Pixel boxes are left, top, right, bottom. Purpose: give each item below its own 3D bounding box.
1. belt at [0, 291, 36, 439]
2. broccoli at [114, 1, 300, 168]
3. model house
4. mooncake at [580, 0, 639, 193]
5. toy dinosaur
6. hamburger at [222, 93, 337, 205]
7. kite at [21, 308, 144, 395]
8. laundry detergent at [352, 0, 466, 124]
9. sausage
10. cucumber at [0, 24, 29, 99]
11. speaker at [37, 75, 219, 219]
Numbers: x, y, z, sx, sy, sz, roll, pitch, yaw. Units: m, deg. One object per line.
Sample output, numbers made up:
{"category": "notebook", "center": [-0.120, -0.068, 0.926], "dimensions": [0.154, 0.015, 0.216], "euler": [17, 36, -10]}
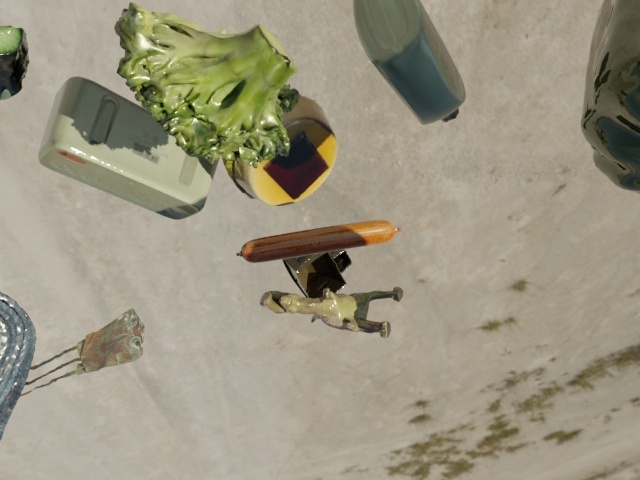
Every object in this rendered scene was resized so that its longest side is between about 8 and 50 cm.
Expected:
{"category": "belt", "center": [-0.355, 0.150, 0.448], "dimensions": [0.128, 0.218, 0.122], "euler": [-17, 143, 43]}
{"category": "broccoli", "center": [-0.141, -0.252, 0.724], "dimensions": [0.246, 0.247, 0.288], "euler": [-23, 167, 29]}
{"category": "model house", "center": [-0.033, 0.058, 1.609], "dimensions": [0.204, 0.243, 0.211], "euler": [-38, 128, -12]}
{"category": "mooncake", "center": [0.443, -0.155, 0.434], "dimensions": [0.357, 0.194, 0.356], "euler": [15, 164, 4]}
{"category": "toy dinosaur", "center": [0.029, 0.109, 0.755], "dimensions": [0.200, 0.072, 0.251], "euler": [-2, 175, 22]}
{"category": "hamburger", "center": [-0.102, -0.230, 1.195], "dimensions": [0.302, 0.170, 0.302], "euler": [-25, 142, -21]}
{"category": "kite", "center": [-0.416, 0.198, 0.825], "dimensions": [0.229, 0.127, 0.016], "euler": [-21, 128, -9]}
{"category": "laundry detergent", "center": [0.170, -0.303, 0.814], "dimensions": [0.105, 0.214, 0.280], "euler": [-28, 151, 26]}
{"category": "sausage", "center": [0.000, 0.000, 0.982], "dimensions": [0.348, 0.053, 0.053], "euler": [-9, 141, -9]}
{"category": "cucumber", "center": [-0.595, -0.321, 0.875], "dimensions": [0.115, 0.085, 0.193], "euler": [-21, 180, -38]}
{"category": "speaker", "center": [-0.467, -0.210, 1.193], "dimensions": [0.406, 0.184, 0.183], "euler": [25, 153, -38]}
